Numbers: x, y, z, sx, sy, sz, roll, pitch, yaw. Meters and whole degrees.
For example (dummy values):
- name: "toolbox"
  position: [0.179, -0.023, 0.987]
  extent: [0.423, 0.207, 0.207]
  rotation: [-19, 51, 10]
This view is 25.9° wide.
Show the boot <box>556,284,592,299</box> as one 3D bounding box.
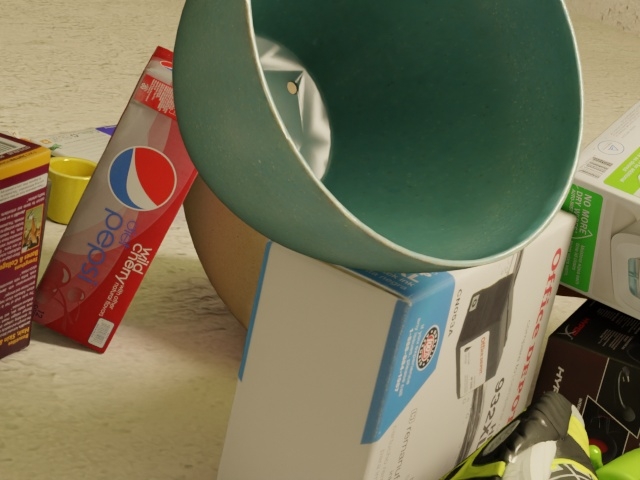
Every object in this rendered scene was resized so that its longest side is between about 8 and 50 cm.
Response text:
- name: "boot"
  position: [0.308, 0.005, 1.385]
  extent: [0.280, 0.096, 0.264]
  rotation: [9, 33, 10]

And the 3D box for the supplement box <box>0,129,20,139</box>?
- name: "supplement box"
  position: [-0.355, -0.080, 1.402]
  extent: [0.098, 0.062, 0.036]
  rotation: [-2, 54, -31]

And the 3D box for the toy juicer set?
- name: "toy juicer set"
  position: [-0.416, -0.084, 1.504]
  extent: [0.329, 0.089, 0.209]
  rotation: [-6, 27, -39]

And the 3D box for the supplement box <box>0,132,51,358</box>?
- name: "supplement box"
  position: [-0.297, 0.010, 1.177]
  extent: [0.080, 0.188, 0.104]
  rotation: [18, 21, 19]

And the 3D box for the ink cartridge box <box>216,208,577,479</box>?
- name: "ink cartridge box"
  position: [0.070, 0.086, 1.129]
  extent: [0.129, 0.223, 0.307]
  rotation: [23, 23, 27]

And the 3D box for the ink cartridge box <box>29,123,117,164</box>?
- name: "ink cartridge box"
  position: [-0.211, -0.086, 1.687]
  extent: [0.208, 0.045, 0.206]
  rotation: [23, 23, 31]

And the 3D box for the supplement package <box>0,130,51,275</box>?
- name: "supplement package"
  position: [-0.393, -0.021, 1.283]
  extent: [0.244, 0.134, 0.139]
  rotation: [-1, 25, -31]

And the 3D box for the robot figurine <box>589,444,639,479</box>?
- name: "robot figurine"
  position: [0.256, 0.208, 1.134]
  extent: [0.101, 0.067, 0.115]
  rotation: [21, 22, 36]

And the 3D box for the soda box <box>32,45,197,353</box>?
- name: "soda box"
  position: [-0.170, -0.036, 1.251]
  extent: [0.083, 0.263, 0.092]
  rotation: [27, 19, -9]

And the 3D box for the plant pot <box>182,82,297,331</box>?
- name: "plant pot"
  position: [0.000, 0.000, 1.324]
  extent: [0.284, 0.284, 0.191]
  rotation: [8, 57, -10]

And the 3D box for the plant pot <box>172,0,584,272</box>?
- name: "plant pot"
  position: [0.011, -0.107, 0.955]
  extent: [0.290, 0.290, 0.195]
  rotation: [-6, -7, -40]

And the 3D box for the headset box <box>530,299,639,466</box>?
- name: "headset box"
  position: [0.365, 0.151, 1.284]
  extent: [0.293, 0.110, 0.218]
  rotation: [19, 22, 21]

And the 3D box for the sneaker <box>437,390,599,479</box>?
- name: "sneaker"
  position: [0.147, 0.228, 0.981]
  extent: [0.147, 0.145, 0.385]
  rotation: [45, 21, 0]

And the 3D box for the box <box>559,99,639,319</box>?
- name: "box"
  position: [0.368, -0.034, 1.239]
  extent: [0.231, 0.127, 0.262]
  rotation: [25, 43, 28]
